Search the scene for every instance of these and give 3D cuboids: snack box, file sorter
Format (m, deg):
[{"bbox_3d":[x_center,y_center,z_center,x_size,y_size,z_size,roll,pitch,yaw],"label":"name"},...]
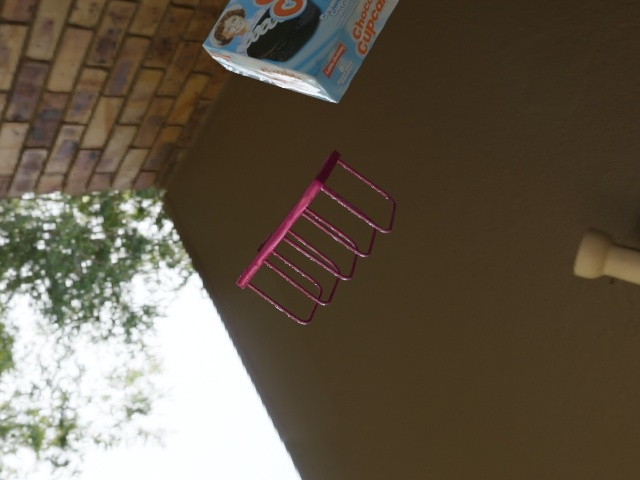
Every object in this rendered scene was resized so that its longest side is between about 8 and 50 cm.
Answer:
[{"bbox_3d":[0.018,-0.325,0.870,0.187,0.060,0.321,25,-98,37],"label":"snack box"},{"bbox_3d":[0.000,0.000,1.566,0.182,0.202,0.290,36,-65,-5],"label":"file sorter"}]
